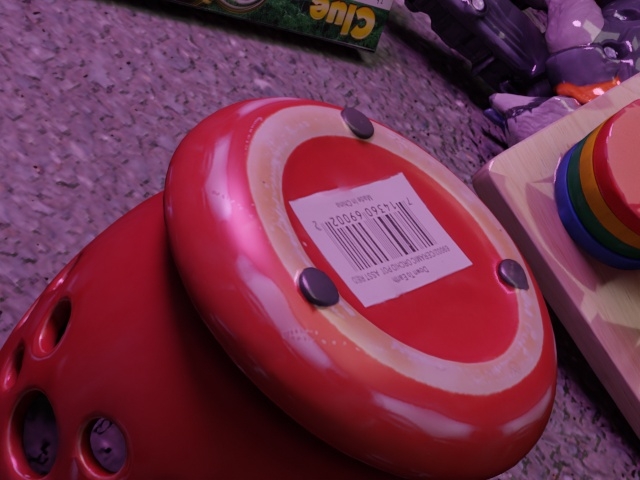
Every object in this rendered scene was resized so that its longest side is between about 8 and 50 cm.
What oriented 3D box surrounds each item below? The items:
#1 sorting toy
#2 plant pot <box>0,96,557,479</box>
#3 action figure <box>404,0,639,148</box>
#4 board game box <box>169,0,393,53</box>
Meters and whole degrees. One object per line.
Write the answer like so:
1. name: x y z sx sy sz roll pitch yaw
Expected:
1. sorting toy: 0.272 -0.002 0.791 0.255 0.089 0.257 -30 83 -26
2. plant pot: -0.015 0.057 0.496 0.191 0.174 0.191 27 37 -23
3. action figure: 0.204 -0.186 0.943 0.341 0.178 0.330 33 66 -16
4. board game box: -0.042 -0.208 0.812 0.260 0.136 0.030 7 18 -41
